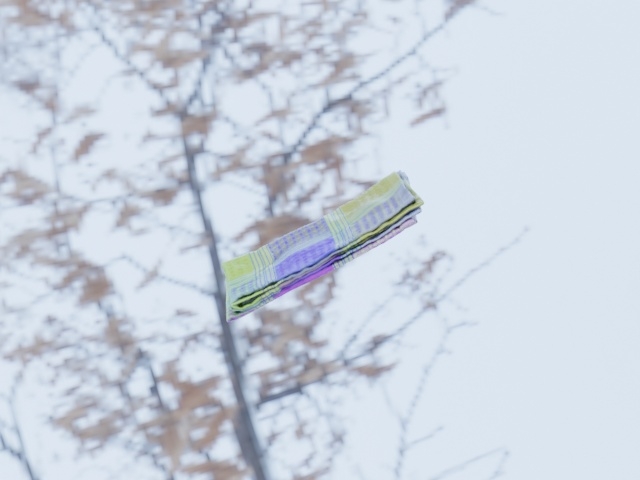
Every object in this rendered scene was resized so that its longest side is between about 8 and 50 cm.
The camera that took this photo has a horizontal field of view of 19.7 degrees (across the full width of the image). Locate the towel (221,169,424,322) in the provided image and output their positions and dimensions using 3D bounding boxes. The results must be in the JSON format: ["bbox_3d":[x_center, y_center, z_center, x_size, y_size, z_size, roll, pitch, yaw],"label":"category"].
[{"bbox_3d":[0.000,0.000,0.690,0.083,0.060,0.009,-28,-74,5],"label":"towel"}]
